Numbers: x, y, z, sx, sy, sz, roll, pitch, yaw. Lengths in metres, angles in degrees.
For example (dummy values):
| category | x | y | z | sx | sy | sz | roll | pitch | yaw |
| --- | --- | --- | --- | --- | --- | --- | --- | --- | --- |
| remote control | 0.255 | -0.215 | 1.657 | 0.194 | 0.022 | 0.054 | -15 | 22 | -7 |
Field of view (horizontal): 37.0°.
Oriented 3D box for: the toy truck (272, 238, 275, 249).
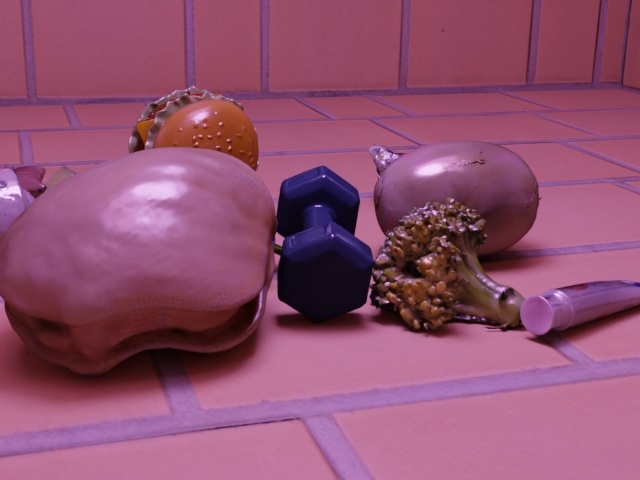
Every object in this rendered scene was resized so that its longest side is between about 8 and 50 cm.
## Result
| category | x | y | z | sx | sy | sz | roll | pitch | yaw |
| --- | --- | --- | --- | --- | --- | --- | --- | --- | --- |
| toy truck | -0.163 | -0.018 | 1.723 | 0.162 | 0.136 | 0.305 | 6 | 19 | -8 |

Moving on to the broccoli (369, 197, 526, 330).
| category | x | y | z | sx | sy | sz | roll | pitch | yaw |
| --- | --- | --- | --- | --- | --- | --- | --- | --- | --- |
| broccoli | 0.207 | 0.026 | 1.505 | 0.273 | 0.180 | 0.242 | 11 | 25 | 30 |

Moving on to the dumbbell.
| category | x | y | z | sx | sy | sz | roll | pitch | yaw |
| --- | --- | --- | --- | --- | --- | --- | --- | --- | --- |
| dumbbell | 0.000 | 0.000 | 1.570 | 0.144 | 0.156 | 0.316 | 6 | 25 | -6 |

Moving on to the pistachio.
| category | x | y | z | sx | sy | sz | roll | pitch | yaw |
| --- | --- | --- | --- | --- | --- | --- | --- | --- | --- |
| pistachio | -0.242 | 0.023 | 1.380 | 0.445 | 0.281 | 0.365 | -29 | 52 | -37 |

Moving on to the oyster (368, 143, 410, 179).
| category | x | y | z | sx | sy | sz | roll | pitch | yaw |
| --- | --- | --- | --- | --- | --- | --- | --- | --- | --- |
| oyster | 0.262 | -0.128 | 2.110 | 0.351 | 0.158 | 0.162 | 20 | -13 | 15 |

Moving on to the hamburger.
| category | x | y | z | sx | sy | sz | roll | pitch | yaw |
| --- | --- | --- | --- | --- | --- | --- | --- | --- | --- |
| hamburger | -0.256 | -0.181 | 2.010 | 0.274 | 0.274 | 0.212 | -9 | 18 | -29 |

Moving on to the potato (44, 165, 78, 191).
| category | x | y | z | sx | sy | sz | roll | pitch | yaw |
| --- | --- | --- | --- | --- | --- | --- | --- | --- | --- |
| potato | -0.525 | -0.075 | 2.022 | 0.149 | 0.081 | 0.120 | 24 | 62 | 31 |

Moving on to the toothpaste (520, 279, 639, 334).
| category | x | y | z | sx | sy | sz | roll | pitch | yaw |
| --- | --- | --- | --- | --- | --- | --- | --- | --- | --- |
| toothpaste | 0.436 | 0.093 | 1.521 | 0.323 | 0.066 | 0.100 | -8 | 14 | -42 |

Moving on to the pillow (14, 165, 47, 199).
| category | x | y | z | sx | sy | sz | roll | pitch | yaw |
| --- | --- | --- | --- | --- | --- | --- | --- | --- | --- |
| pillow | -0.658 | -0.083 | 1.936 | 0.223 | 0.084 | 0.236 | -25 | 24 | -8 |

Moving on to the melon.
| category | x | y | z | sx | sy | sz | roll | pitch | yaw |
| --- | --- | --- | --- | --- | --- | --- | --- | --- | --- |
| melon | 0.255 | -0.075 | 1.772 | 0.317 | 0.223 | 0.223 | -5 | 18 | -13 |

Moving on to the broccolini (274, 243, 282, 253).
| category | x | y | z | sx | sy | sz | roll | pitch | yaw |
| --- | --- | --- | --- | --- | --- | --- | --- | --- | --- |
| broccolini | -0.050 | 0.021 | 1.763 | 0.030 | 0.035 | 0.140 | -6 | 17 | -33 |

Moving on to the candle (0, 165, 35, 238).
| category | x | y | z | sx | sy | sz | roll | pitch | yaw |
| --- | --- | --- | --- | --- | --- | --- | --- | --- | --- |
| candle | -0.586 | -0.041 | 1.672 | 0.330 | 0.187 | 0.187 | -8 | 19 | -32 |
